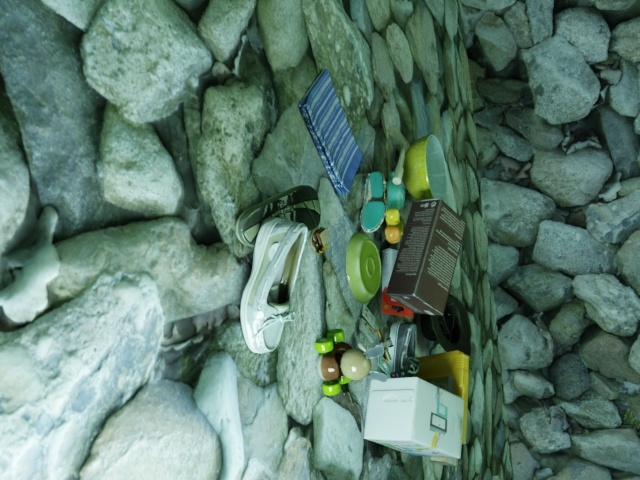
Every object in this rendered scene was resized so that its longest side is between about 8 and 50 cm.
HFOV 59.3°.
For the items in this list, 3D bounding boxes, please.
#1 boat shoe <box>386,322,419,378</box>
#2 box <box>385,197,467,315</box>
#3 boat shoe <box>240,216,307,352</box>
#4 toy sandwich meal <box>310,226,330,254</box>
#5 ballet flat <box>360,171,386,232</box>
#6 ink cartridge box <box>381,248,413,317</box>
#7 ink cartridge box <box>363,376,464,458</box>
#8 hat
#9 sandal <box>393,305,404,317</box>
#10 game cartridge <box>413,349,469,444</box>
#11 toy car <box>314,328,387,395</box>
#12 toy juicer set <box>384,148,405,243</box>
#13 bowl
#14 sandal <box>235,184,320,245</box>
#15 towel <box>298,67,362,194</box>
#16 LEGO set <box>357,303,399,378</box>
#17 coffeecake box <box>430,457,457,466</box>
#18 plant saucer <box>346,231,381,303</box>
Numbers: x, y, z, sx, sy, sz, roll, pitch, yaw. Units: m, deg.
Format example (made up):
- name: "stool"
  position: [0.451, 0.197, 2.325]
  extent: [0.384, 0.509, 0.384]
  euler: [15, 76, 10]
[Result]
- name: "boat shoe"
  position: [0.306, 0.447, 2.031]
  extent: [0.108, 0.102, 0.301]
  euler: [38, 53, -53]
- name: "box"
  position: [0.390, 0.061, 2.045]
  extent: [0.191, 0.143, 0.382]
  euler: [34, 65, -36]
- name: "boat shoe"
  position: [-0.101, 0.109, 1.295]
  extent: [0.118, 0.103, 0.321]
  euler: [10, 92, -56]
- name: "toy sandwich meal"
  position: [0.000, 0.000, 1.624]
  extent: [0.085, 0.029, 0.086]
  euler: [19, 68, -59]
- name: "ballet flat"
  position: [0.190, -0.126, 1.953]
  extent: [0.077, 0.091, 0.241]
  euler: [75, 24, -65]
- name: "ink cartridge box"
  position: [0.307, 0.159, 2.084]
  extent: [0.189, 0.066, 0.232]
  euler: [14, 68, -41]
- name: "ink cartridge box"
  position: [0.309, 0.582, 1.842]
  extent: [0.270, 0.198, 0.197]
  euler: [31, 57, -35]
- name: "hat"
  position: [0.512, 0.367, 2.399]
  extent: [0.331, 0.134, 0.331]
  euler: [30, 48, -38]
- name: "sandal"
  position: [0.331, 0.210, 2.176]
  extent: [0.090, 0.060, 0.219]
  euler: [51, 55, -25]
- name: "game cartridge"
  position: [0.412, 0.571, 2.036]
  extent: [0.052, 0.285, 0.324]
  euler: [24, 60, -28]
- name: "toy car"
  position: [0.097, 0.339, 1.573]
  extent: [0.149, 0.188, 0.155]
  euler: [-24, 106, -60]
- name: "toy juicer set"
  position: [0.250, -0.146, 2.003]
  extent: [0.209, 0.089, 0.329]
  euler: [-54, 146, -64]
- name: "bowl"
  position: [0.403, -0.275, 2.292]
  extent: [0.289, 0.156, 0.290]
  euler: [21, 66, -59]
- name: "sandal"
  position: [-0.105, -0.068, 1.398]
  extent: [0.302, 0.086, 0.120]
  euler: [-18, 107, -46]
- name: "towel"
  position: [0.047, -0.338, 1.768]
  extent: [0.336, 0.040, 0.243]
  euler: [64, 34, -33]
- name: "LEGO set"
  position: [0.185, 0.357, 1.870]
  extent: [0.244, 0.060, 0.182]
  euler: [51, 29, -27]
- name: "coffeecake box"
  position: [0.534, 0.881, 2.409]
  extent: [0.185, 0.068, 0.142]
  euler: [43, 48, -51]
- name: "plant saucer"
  position: [0.154, 0.090, 1.887]
  extent: [0.241, 0.037, 0.241]
  euler: [20, 66, -59]
